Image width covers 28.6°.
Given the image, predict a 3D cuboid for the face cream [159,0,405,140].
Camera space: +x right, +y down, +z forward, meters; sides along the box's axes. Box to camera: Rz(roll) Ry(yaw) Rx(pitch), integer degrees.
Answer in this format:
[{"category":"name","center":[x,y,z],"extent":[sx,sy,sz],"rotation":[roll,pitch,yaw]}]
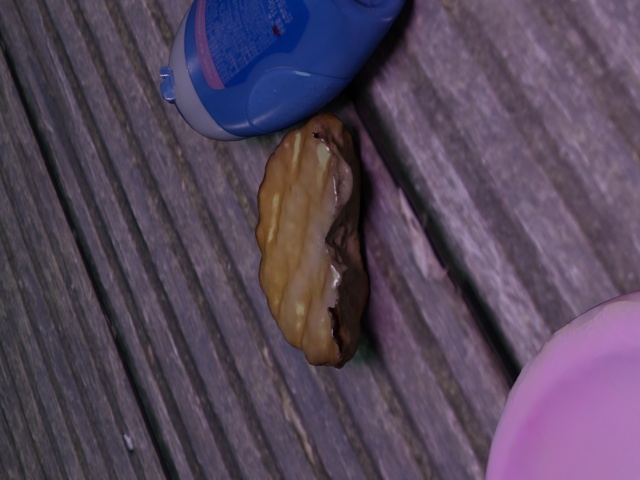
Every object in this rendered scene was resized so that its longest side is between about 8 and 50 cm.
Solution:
[{"category":"face cream","center":[-0.040,-0.154,0.936],"extent":[0.264,0.083,0.149],"rotation":[-27,69,54]}]

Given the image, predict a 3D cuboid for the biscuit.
[{"category":"biscuit","center":[0.000,0.000,0.929],"extent":[0.118,0.061,0.183],"rotation":[-1,93,58]}]

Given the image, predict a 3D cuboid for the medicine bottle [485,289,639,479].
[{"category":"medicine bottle","center":[0.215,0.084,0.418],"extent":[0.178,0.290,0.178],"rotation":[15,109,54]}]
